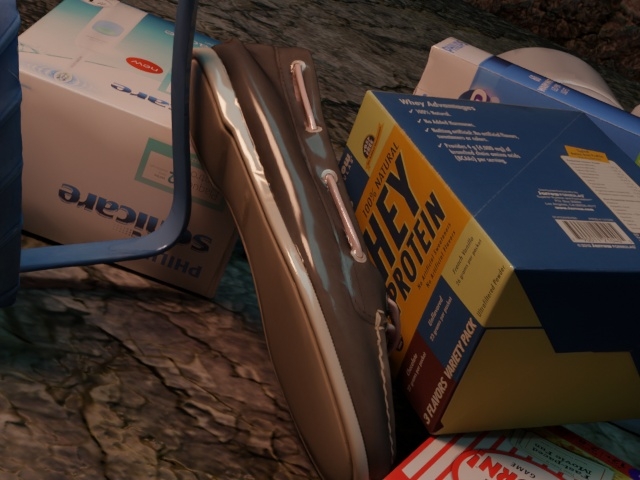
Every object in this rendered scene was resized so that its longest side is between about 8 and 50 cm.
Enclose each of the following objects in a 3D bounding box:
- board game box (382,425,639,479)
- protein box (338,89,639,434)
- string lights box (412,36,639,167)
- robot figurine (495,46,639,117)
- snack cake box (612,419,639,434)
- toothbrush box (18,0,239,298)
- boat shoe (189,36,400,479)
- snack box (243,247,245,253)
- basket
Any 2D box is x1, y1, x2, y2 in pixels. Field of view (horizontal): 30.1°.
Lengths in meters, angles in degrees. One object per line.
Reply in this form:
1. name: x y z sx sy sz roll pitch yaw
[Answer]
1. board game box: 0.129 0.170 0.747 0.147 0.045 0.193 29 22 18
2. protein box: 0.134 0.011 0.825 0.200 0.136 0.201 1 36 -30
3. string lights box: 0.194 -0.056 0.991 0.260 0.133 0.077 26 22 11
4. robot figurine: 0.232 -0.086 1.255 0.300 0.200 0.353 -17 18 11
5. snack cake box: 0.229 0.072 1.025 0.264 0.089 0.152 24 20 5
6. toothbrush box: -0.153 -0.095 1.004 0.216 0.126 0.295 21 22 -5
7. boat shoe: 0.000 0.000 0.777 0.095 0.112 0.335 -12 63 -20
8. snack box: -0.007 -0.009 1.060 0.100 0.037 0.141 22 21 -3
9. basket: -0.213 -0.078 0.746 0.289 0.254 0.201 -15 36 -29
